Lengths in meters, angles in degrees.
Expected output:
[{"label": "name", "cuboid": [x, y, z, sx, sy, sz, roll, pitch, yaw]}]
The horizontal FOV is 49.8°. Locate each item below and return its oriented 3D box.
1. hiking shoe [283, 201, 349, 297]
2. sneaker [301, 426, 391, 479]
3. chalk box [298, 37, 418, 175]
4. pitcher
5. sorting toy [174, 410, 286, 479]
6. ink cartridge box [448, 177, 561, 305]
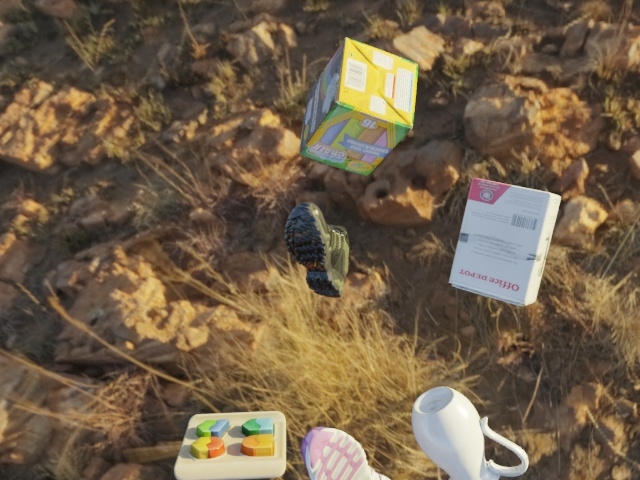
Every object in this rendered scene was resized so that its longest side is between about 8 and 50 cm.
[{"label": "hiking shoe", "cuboid": [0.000, 0.000, 1.280, 0.086, 0.226, 0.114, 5, 47, 23]}, {"label": "sneaker", "cuboid": [0.036, 0.373, 1.101, 0.095, 0.236, 0.105, -49, 31, -16]}, {"label": "chalk box", "cuboid": [0.051, -0.201, 1.132, 0.132, 0.213, 0.132, 15, 64, -16]}, {"label": "pitcher", "cuboid": [0.278, 0.375, 1.299, 0.178, 0.207, 0.125, -22, 17, 19]}, {"label": "sorting toy", "cuboid": [-0.161, 0.370, 1.274, 0.193, 0.208, 0.038, -2, 103, -3]}, {"label": "ink cartridge box", "cuboid": [0.357, 0.001, 1.338, 0.159, 0.092, 0.217, 16, 98, 31]}]
